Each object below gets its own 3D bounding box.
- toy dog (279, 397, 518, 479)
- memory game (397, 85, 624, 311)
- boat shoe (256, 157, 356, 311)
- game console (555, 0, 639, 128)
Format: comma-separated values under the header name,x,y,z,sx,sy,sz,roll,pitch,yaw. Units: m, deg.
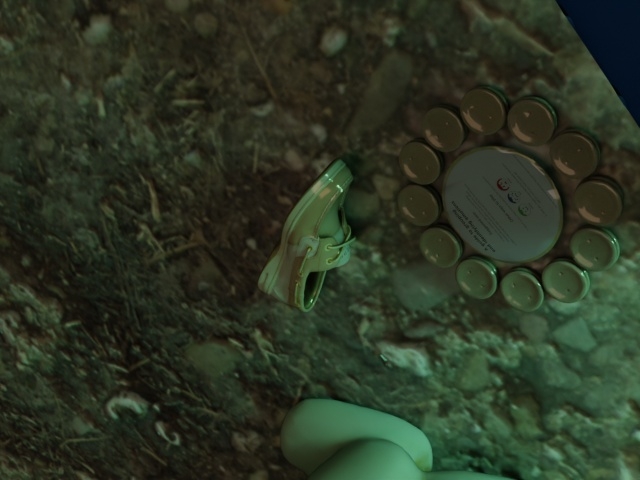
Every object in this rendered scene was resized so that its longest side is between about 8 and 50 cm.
name,x,y,z,sx,sy,sz,roll,pitch,yaw
toy dog,0.026,0.372,0.902,0.395,0.408,0.285,4,119,33
memory game,0.141,-0.028,0.851,0.186,0.012,0.186,17,125,26
boat shoe,0.000,0.000,0.937,0.059,0.063,0.170,37,141,8
game console,0.259,-0.133,0.610,0.250,0.173,0.293,-29,111,27
